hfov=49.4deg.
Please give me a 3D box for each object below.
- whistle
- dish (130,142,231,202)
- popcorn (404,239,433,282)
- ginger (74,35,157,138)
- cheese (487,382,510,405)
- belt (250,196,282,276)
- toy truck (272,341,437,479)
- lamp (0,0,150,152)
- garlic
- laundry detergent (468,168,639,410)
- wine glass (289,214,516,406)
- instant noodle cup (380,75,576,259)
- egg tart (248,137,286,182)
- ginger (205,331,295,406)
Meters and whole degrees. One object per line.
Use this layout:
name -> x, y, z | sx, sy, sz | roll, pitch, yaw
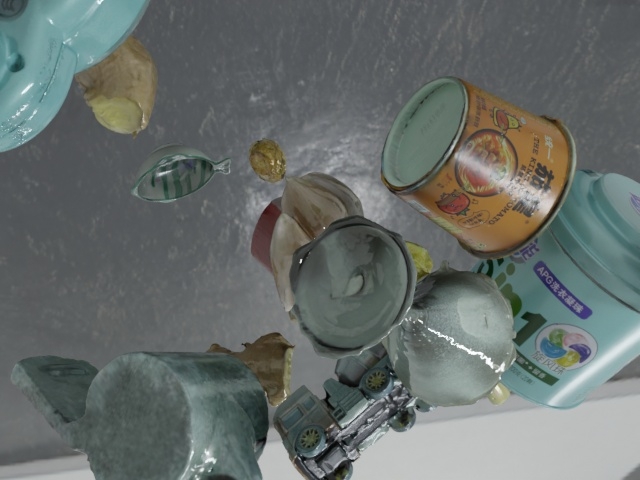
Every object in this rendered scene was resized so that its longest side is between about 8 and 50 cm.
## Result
whistle -> -0.251, 0.248, 0.952 | 0.404, 0.188, 0.168 | -6, 169, 29
dish -> -0.342, -0.177, 1.665 | 0.246, 0.078, 0.224 | -17, 160, -17
popcorn -> 0.172, 0.168, 1.629 | 0.293, 0.292, 0.334 | -41, 176, 25
ginger -> -0.359, -0.293, 1.194 | 0.152, 0.267, 0.138 | -45, 141, 18
cheese -> 0.332, 0.251, 1.468 | 0.050, 0.127, 0.255 | -27, 126, 21
belt -> -0.103, -0.012, 1.777 | 0.128, 0.124, 0.201 | -18, 138, -45
toy truck -> 0.052, 0.209, 0.967 | 0.256, 0.140, 0.108 | -39, 129, -7
lamp -> -0.235, -0.203, 0.550 | 0.209, 0.284, 0.147 | 9, 152, 22
garlic -> -0.002, 0.000, 1.387 | 0.132, 0.279, 0.325 | 12, 124, 14
laundry detergent -> 0.407, 0.063, 1.092 | 0.287, 0.287, 0.305 | 12, 131, -28
wine glass -> 0.079, 0.069, 0.653 | 0.156, 0.156, 0.232 | -29, 149, 22
instant noodle cup -> 0.194, -0.103, 0.913 | 0.172, 0.216, 0.216 | 25, 130, -26
egg tart -> -0.146, -0.205, 1.838 | 0.049, 0.129, 0.129 | -35, 165, -46
ginger -> -0.132, 0.223, 1.157 | 0.213, 0.137, 0.074 | -10, 136, 30
